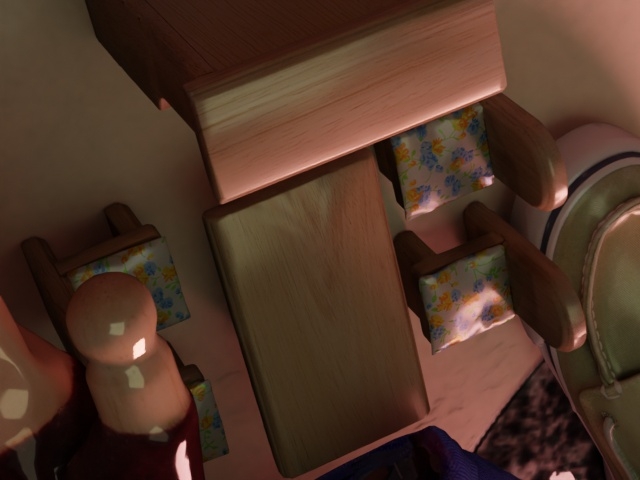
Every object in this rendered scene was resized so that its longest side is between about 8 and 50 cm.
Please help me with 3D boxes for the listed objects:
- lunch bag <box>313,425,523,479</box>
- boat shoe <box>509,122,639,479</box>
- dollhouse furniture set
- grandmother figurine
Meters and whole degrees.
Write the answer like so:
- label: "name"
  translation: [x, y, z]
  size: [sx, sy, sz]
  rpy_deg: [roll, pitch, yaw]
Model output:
- label: "lunch bag"
  translation: [0.052, 0.304, 0.763]
  size: [0.328, 0.239, 0.385]
  rpy_deg: [34, 100, -24]
- label: "boat shoe"
  translation: [0.181, 0.075, 0.810]
  size: [0.109, 0.094, 0.302]
  rpy_deg: [-32, 125, -8]
- label: "dollhouse furniture set"
  translation: [0.000, 0.000, 0.641]
  size: [0.212, 0.161, 0.242]
  rpy_deg: [-23, 123, -14]
- label: "grandmother figurine"
  translation: [-0.119, 0.064, 0.555]
  size: [0.342, 0.208, 0.104]
  rpy_deg: [50, 60, -21]
